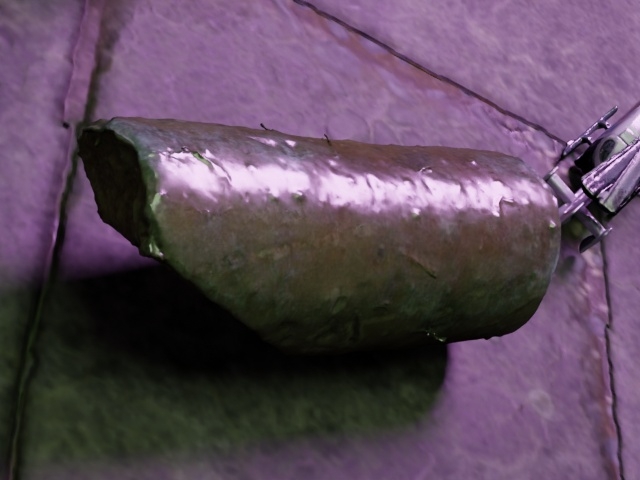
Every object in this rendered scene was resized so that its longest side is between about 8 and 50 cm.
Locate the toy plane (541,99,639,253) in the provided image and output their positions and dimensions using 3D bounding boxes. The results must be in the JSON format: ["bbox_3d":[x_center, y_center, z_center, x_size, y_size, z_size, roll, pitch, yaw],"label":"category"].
[{"bbox_3d":[0.175,-0.048,1.047,0.053,0.078,0.197,50,53,2],"label":"toy plane"}]

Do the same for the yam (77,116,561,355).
[{"bbox_3d":[0.000,0.000,0.824,0.259,0.106,0.106,1,55,-41],"label":"yam"}]
